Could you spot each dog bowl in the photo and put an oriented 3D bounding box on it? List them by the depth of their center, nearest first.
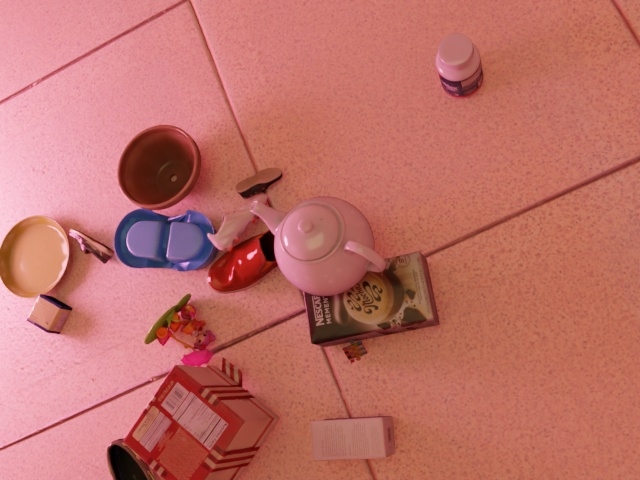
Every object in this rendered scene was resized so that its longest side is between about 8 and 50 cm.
[{"bbox_3d":[-0.408,0.004,1.970,0.297,0.074,0.166,3,79,18],"label":"dog bowl"}]

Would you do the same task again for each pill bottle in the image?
[{"bbox_3d":[0.337,-0.428,1.781,0.108,0.180,0.108,-4,77,16],"label":"pill bottle"}]

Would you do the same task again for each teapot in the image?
[{"bbox_3d":[0.000,0.000,1.674,0.256,0.187,0.253,-21,65,9],"label":"teapot"}]

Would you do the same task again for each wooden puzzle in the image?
[{"bbox_3d":[0.084,0.267,1.766,0.049,0.083,0.006,-24,43,5],"label":"wooden puzzle"}]

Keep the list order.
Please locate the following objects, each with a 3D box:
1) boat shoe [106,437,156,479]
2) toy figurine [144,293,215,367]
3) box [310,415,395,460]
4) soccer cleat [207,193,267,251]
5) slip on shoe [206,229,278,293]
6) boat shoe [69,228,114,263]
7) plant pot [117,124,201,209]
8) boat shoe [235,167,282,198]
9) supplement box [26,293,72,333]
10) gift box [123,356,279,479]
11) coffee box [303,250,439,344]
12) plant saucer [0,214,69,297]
[{"bbox_3d":[-0.450,0.638,1.838,0.109,0.091,0.305,-34,71,8],"label":"boat shoe"},{"bbox_3d":[-0.338,0.250,1.896,0.159,0.130,0.173,38,66,7],"label":"toy figurine"},{"bbox_3d":[0.077,0.459,1.698,0.170,0.130,0.091,-7,77,16],"label":"box"},{"bbox_3d":[-0.211,-0.059,1.901,0.076,0.068,0.196,38,69,0],"label":"soccer cleat"},{"bbox_3d":[-0.154,0.034,1.874,0.331,0.101,0.123,-26,74,11],"label":"slip on shoe"},{"bbox_3d":[-0.651,0.016,2.049,0.152,0.056,0.049,26,82,20],"label":"boat shoe"},{"bbox_3d":[-0.421,-0.186,1.991,0.237,0.110,0.237,-5,73,16],"label":"plant pot"},{"bbox_3d":[-0.159,-0.154,1.948,0.133,0.042,0.049,-24,48,10],"label":"boat shoe"},{"bbox_3d":[-0.756,0.206,2.040,0.083,0.056,0.083,25,86,20],"label":"supplement box"},{"bbox_3d":[-0.279,0.429,1.743,0.276,0.258,0.255,39,91,21],"label":"gift box"},{"bbox_3d":[0.119,0.146,1.757,0.297,0.119,0.168,-14,74,13],"label":"coffee box"},{"bbox_3d":[-0.817,0.049,2.102,0.241,0.037,0.241,-3,78,15],"label":"plant saucer"}]
